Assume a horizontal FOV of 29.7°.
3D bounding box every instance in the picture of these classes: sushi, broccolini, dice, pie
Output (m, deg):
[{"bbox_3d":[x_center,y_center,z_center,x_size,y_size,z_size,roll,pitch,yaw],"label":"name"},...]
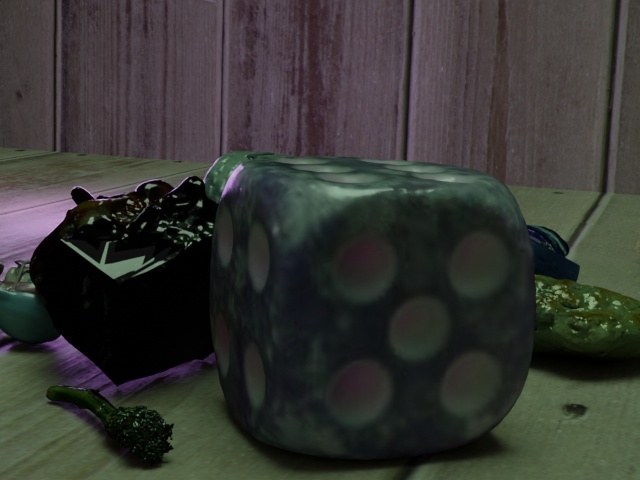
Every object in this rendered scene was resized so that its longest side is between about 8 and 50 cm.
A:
[{"bbox_3d":[-0.217,0.034,1.432,0.212,0.215,0.227,33,45,27],"label":"sushi"},{"bbox_3d":[-0.218,0.170,1.200,0.054,0.051,0.239,-15,16,-33],"label":"broccolini"},{"bbox_3d":[0.044,0.057,1.238,0.270,0.271,0.270,-1,10,-21],"label":"dice"},{"bbox_3d":[0.319,0.099,1.583,0.274,0.106,0.257,8,2,30],"label":"pie"}]

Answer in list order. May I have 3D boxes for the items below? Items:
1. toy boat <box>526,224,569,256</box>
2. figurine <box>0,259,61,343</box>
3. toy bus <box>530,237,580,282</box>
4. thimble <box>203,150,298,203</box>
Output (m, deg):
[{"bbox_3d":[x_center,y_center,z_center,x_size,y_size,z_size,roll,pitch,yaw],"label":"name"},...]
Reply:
[{"bbox_3d":[0.302,0.017,2.190,0.291,0.067,0.220,-5,13,-26],"label":"toy boat"},{"bbox_3d":[-0.427,0.084,1.560,0.260,0.103,0.205,4,-27,18],"label":"figurine"},{"bbox_3d":[0.282,0.027,1.600,0.061,0.051,0.153,8,-12,44],"label":"toy bus"},{"bbox_3d":[-0.085,-0.043,2.006,0.171,0.205,0.250,8,6,24],"label":"thimble"}]
